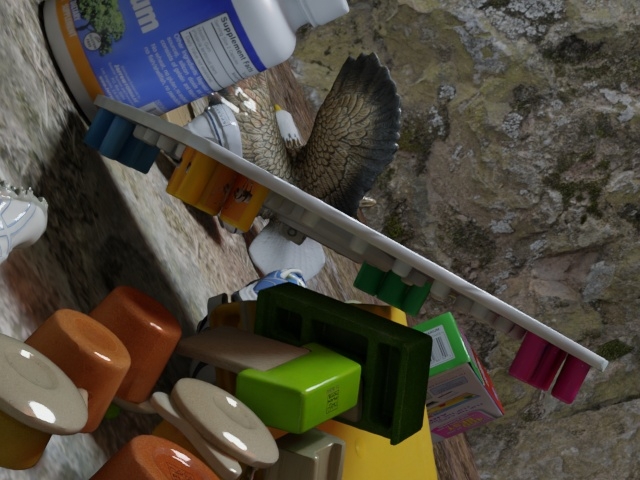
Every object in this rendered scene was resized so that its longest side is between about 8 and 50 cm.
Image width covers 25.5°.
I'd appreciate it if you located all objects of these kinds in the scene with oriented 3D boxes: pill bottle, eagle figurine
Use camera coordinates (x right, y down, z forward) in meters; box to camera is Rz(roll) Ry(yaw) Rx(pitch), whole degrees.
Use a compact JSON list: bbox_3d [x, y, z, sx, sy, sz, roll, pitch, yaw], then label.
[{"bbox_3d":[-0.117,-0.221,1.378,0.152,0.272,0.152,-23,90,-83],"label":"pill bottle"},{"bbox_3d":[-0.034,-0.110,1.879,0.225,0.226,0.298,42,-25,16],"label":"eagle figurine"}]

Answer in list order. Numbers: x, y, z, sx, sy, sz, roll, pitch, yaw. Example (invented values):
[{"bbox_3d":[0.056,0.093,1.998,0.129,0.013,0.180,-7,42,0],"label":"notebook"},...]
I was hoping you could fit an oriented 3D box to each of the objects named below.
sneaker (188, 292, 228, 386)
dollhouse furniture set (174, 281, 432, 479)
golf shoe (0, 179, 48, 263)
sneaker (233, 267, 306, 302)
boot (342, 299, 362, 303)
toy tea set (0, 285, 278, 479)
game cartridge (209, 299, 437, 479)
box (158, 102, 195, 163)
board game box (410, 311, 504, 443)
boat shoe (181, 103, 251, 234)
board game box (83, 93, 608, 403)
[{"bbox_3d":[-0.058,0.142,1.412,0.235,0.094,0.153,47,27,-42],"label":"sneaker"},{"bbox_3d":[-0.037,0.212,1.126,0.197,0.151,0.301,-18,119,-53],"label":"dollhouse furniture set"},{"bbox_3d":[-0.219,0.001,0.859,0.176,0.069,0.086,28,60,-74],"label":"golf shoe"},{"bbox_3d":[-0.048,0.076,1.757,0.211,0.081,0.080,-48,113,-84],"label":"sneaker"},{"bbox_3d":[0.079,0.212,2.316,0.165,0.077,0.213,-74,144,-76],"label":"boot"},{"bbox_3d":[-0.140,0.138,0.904,0.200,0.124,0.336,38,10,3],"label":"toy tea set"},{"bbox_3d":[0.018,0.201,1.350,0.324,0.053,0.285,8,72,-61],"label":"game cartridge"},{"bbox_3d":[-0.185,-0.171,1.748,0.164,0.021,0.201,54,15,-63],"label":"box"},{"bbox_3d":[0.083,0.199,1.713,0.316,0.242,0.064,53,16,-67],"label":"board game box"},{"bbox_3d":[-0.131,-0.078,1.659,0.226,0.076,0.083,84,-18,-55],"label":"boat shoe"},{"bbox_3d":[0.000,0.000,1.217,0.390,0.050,0.390,29,-1,-21],"label":"board game box"}]
